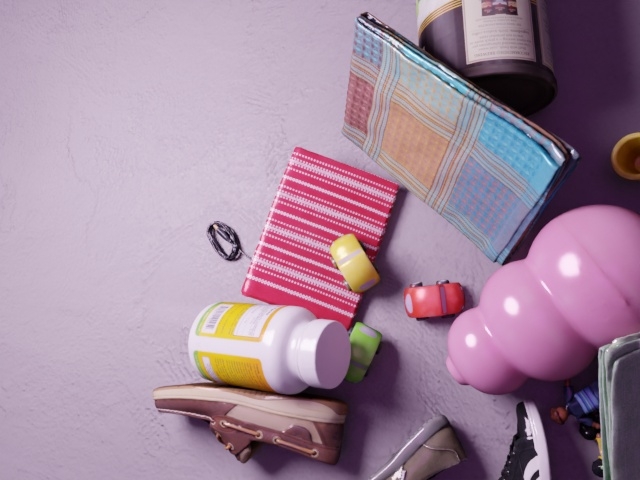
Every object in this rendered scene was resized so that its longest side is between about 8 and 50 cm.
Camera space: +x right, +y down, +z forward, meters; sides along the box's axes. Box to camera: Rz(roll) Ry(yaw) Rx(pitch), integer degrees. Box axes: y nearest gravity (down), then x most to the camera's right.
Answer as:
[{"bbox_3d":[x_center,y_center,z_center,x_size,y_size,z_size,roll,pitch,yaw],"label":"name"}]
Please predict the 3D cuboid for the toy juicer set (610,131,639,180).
[{"bbox_3d":[0.570,-0.118,0.744,0.329,0.089,0.209,-34,62,33],"label":"toy juicer set"}]

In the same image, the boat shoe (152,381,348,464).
[{"bbox_3d":[-0.126,0.307,0.969,0.342,0.123,0.123,3,80,12],"label":"boat shoe"}]

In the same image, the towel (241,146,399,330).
[{"bbox_3d":[0.000,0.000,0.994,0.198,0.031,0.275,20,87,-1],"label":"towel"}]

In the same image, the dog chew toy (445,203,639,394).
[{"bbox_3d":[0.324,0.100,0.822,0.332,0.206,0.207,-38,71,17],"label":"dog chew toy"}]

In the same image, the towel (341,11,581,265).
[{"bbox_3d":[0.176,-0.143,0.882,0.040,0.271,0.370,-39,68,-24],"label":"towel"}]

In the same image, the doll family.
[{"bbox_3d":[0.409,0.274,0.824,0.111,0.076,0.193,-34,67,14],"label":"doll family"}]

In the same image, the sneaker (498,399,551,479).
[{"bbox_3d":[0.272,0.346,0.848,0.121,0.079,0.217,-8,79,15],"label":"sneaker"}]

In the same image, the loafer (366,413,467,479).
[{"bbox_3d":[0.123,0.379,0.884,0.251,0.094,0.087,-48,66,5],"label":"loafer"}]

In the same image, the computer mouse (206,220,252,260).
[{"bbox_3d":[-0.121,0.035,1.055,0.242,0.041,0.071,32,92,21],"label":"computer mouse"}]

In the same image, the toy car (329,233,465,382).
[{"bbox_3d":[0.089,0.128,0.939,0.239,0.053,0.225,26,90,7],"label":"toy car"}]

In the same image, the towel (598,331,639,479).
[{"bbox_3d":[0.515,0.206,0.731,0.324,0.038,0.248,-11,107,-1],"label":"towel"}]

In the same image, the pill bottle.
[{"bbox_3d":[-0.080,0.171,0.935,0.245,0.136,0.136,-1,80,35],"label":"pill bottle"}]

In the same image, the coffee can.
[{"bbox_3d":[0.252,-0.343,0.915,0.201,0.201,0.275,-5,78,17],"label":"coffee can"}]
